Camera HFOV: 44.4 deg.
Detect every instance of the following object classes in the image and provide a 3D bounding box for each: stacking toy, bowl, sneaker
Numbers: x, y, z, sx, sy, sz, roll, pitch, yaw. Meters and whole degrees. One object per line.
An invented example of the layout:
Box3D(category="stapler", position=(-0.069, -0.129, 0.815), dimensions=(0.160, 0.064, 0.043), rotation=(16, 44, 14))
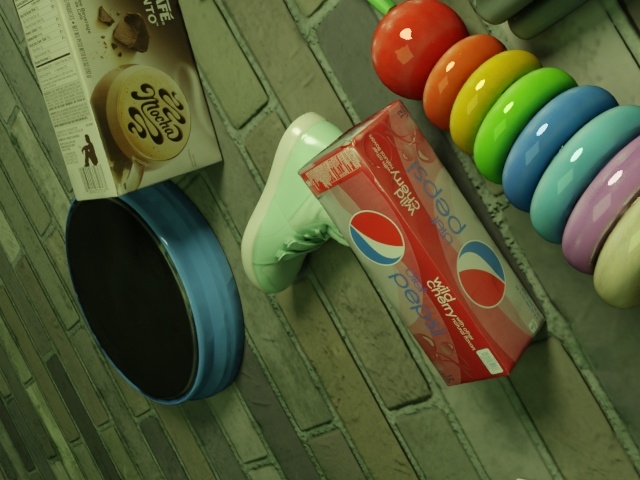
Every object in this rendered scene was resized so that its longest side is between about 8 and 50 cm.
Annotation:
Box3D(category="stacking toy", position=(0.168, -0.100, 0.647), dimensions=(0.330, 0.141, 0.141), rotation=(47, 137, 30))
Box3D(category="bowl", position=(-0.276, 0.081, 1.238), dimensions=(0.391, 0.077, 0.391), rotation=(24, 126, 38))
Box3D(category="sneaker", position=(0.000, 0.000, 0.889), dimensions=(0.151, 0.094, 0.256), rotation=(40, 135, 22))

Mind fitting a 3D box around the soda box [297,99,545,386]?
Box3D(category="soda box", position=(0.100, 0.006, 0.747), dimensions=(0.083, 0.092, 0.263), rotation=(-24, 104, 50))

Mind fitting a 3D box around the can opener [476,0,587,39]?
Box3D(category="can opener", position=(0.226, -0.247, 0.554), dimensions=(0.280, 0.074, 0.093), rotation=(-36, 47, 48))

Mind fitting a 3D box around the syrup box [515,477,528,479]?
Box3D(category="syrup box", position=(0.272, 0.315, 0.755), dimensions=(0.236, 0.093, 0.096), rotation=(0, 109, 47))

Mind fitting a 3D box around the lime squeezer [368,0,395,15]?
Box3D(category="lime squeezer", position=(-0.056, -0.301, 0.825), dimensions=(0.310, 0.058, 0.110), rotation=(20, 122, 39))

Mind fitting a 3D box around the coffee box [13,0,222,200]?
Box3D(category="coffee box", position=(-0.259, -0.217, 0.999), dimensions=(0.118, 0.168, 0.297), rotation=(-1, 107, 47))
